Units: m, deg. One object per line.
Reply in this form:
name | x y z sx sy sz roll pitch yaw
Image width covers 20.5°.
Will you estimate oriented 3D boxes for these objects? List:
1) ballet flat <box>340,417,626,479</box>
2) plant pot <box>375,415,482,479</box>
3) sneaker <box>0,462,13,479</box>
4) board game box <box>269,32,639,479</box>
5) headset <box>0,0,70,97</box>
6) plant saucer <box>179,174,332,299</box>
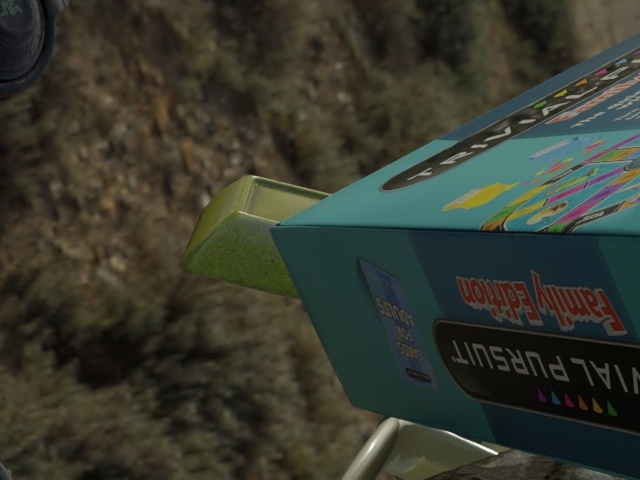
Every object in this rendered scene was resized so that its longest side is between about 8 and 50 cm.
ballet flat | 0.113 0.115 0.723 0.483 0.182 0.164 -3 111 -60
plant pot | 0.176 0.138 1.075 0.252 0.247 0.248 22 28 -53
sneaker | -0.311 0.162 1.120 0.234 0.078 0.106 17 58 -22
board game box | 0.164 -0.024 0.524 0.254 0.336 0.079 -28 101 -19
headset | -0.342 -0.173 1.385 0.394 0.243 0.185 -79 146 -73
plant saucer | 0.000 0.000 1.312 0.188 0.188 0.045 -83 -173 -75
